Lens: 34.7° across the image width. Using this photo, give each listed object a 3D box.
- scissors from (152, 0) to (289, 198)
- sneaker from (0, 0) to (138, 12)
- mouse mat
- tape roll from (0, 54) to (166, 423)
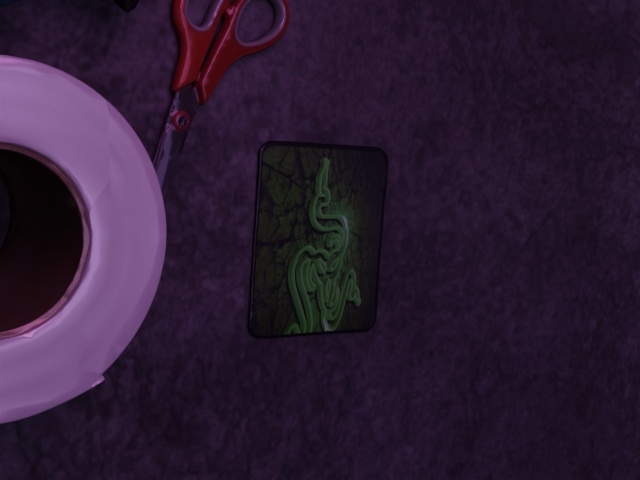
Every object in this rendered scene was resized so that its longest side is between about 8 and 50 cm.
[{"bbox_3d":[-0.125,-0.126,0.889,0.109,0.021,0.297,38,77,-35],"label":"scissors"},{"bbox_3d":[-0.256,-0.228,0.726,0.302,0.108,0.121,2,111,-25],"label":"sneaker"},{"bbox_3d":[0.000,0.000,1.000,0.153,0.007,0.189,-1,99,-34],"label":"mouse mat"},{"bbox_3d":[-0.255,-0.009,0.725,0.246,0.169,0.246,-7,102,-34],"label":"tape roll"}]
